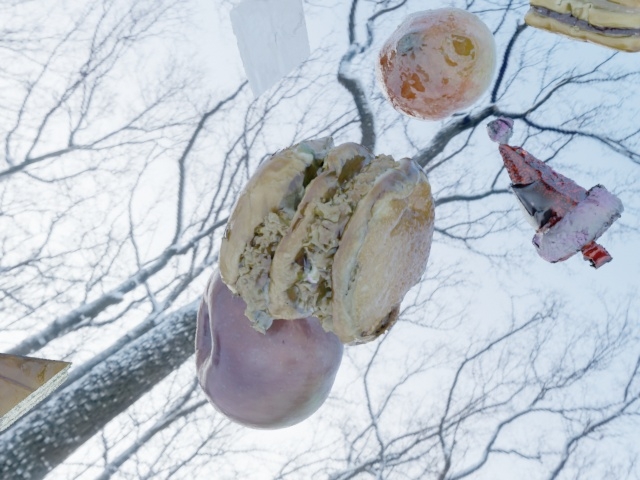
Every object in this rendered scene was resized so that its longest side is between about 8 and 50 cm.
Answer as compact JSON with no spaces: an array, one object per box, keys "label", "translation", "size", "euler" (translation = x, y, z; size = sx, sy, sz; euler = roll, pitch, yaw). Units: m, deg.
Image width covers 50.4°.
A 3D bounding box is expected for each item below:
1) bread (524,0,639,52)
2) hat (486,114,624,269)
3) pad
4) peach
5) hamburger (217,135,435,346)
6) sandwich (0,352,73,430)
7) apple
[{"label":"bread","translation":[0.363,-0.304,0.869],"size":[0.200,0.116,0.077],"euler":[41,-33,47]},{"label":"hat","translation":[0.294,-0.068,0.904],"size":[0.227,0.140,0.129],"euler":[51,-53,3]},{"label":"pad","translation":[-0.085,-0.372,1.237],"size":[0.004,0.156,0.232],"euler":[41,-17,24]},{"label":"peach","translation":[0.195,-0.317,1.195],"size":[0.233,0.232,0.232],"euler":[13,-63,27]},{"label":"hamburger","translation":[0.005,0.001,0.807],"size":[0.211,0.245,0.260],"euler":[24,-98,23]},{"label":"sandwich","translation":[-0.543,0.208,1.141],"size":[0.187,0.144,0.117],"euler":[42,-39,0]},{"label":"apple","translation":[-0.085,0.168,1.152],"size":[0.306,0.235,0.305],"euler":[-177,-90,-72]}]
